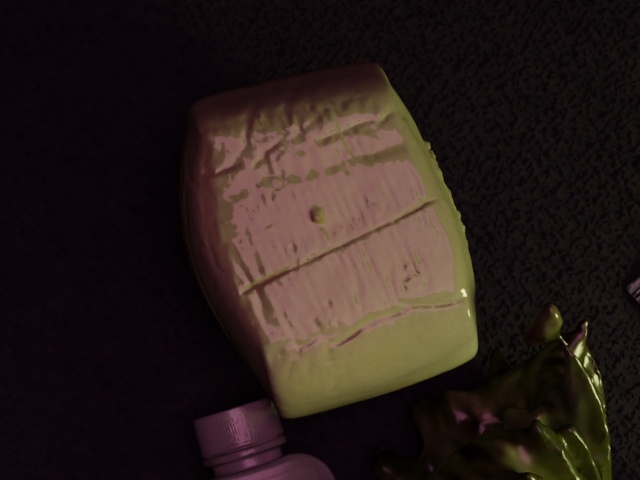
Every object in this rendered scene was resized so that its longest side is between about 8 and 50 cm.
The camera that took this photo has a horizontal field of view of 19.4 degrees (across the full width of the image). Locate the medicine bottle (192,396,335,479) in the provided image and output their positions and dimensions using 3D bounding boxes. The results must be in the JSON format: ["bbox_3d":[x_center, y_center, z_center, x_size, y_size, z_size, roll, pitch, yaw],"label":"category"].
[{"bbox_3d":[-0.041,0.214,1.422,0.119,0.069,0.183,-16,85,-8],"label":"medicine bottle"}]

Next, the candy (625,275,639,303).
[{"bbox_3d":[0.324,0.058,1.516,0.088,0.038,0.136,-43,84,2],"label":"candy"}]

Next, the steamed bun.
[{"bbox_3d":[0.000,0.000,1.409,0.200,0.155,0.250,-18,84,-7],"label":"steamed bun"}]

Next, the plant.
[{"bbox_3d":[0.201,0.234,1.414,0.333,0.180,0.251,44,90,-5],"label":"plant"}]
